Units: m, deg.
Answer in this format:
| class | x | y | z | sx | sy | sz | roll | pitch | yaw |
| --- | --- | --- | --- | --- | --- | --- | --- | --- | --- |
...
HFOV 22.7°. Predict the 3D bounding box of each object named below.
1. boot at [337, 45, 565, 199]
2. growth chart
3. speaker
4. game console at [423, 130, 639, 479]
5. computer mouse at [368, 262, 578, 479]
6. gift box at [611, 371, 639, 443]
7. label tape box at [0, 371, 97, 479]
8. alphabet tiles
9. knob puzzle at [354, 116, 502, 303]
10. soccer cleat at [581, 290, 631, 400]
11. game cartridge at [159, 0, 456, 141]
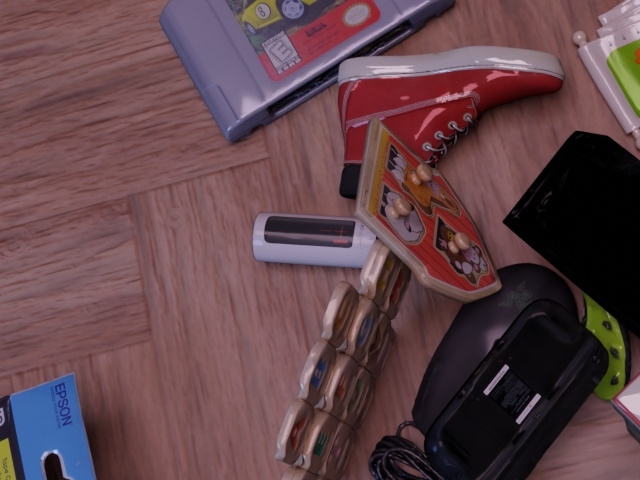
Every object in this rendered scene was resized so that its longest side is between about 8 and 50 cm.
| class | x | y | z | sx | sy | sz | roll | pitch | yaw |
| --- | --- | --- | --- | --- | --- | --- | --- | --- | --- |
| boot | 0.137 | -0.108 | 1.666 | 0.244 | 0.088 | 0.176 | -5 | 77 | 19 |
| growth chart | 0.387 | -0.215 | 1.665 | 0.237 | 0.021 | 0.172 | -37 | 72 | 3 |
| speaker | 0.000 | 0.000 | 1.684 | 0.136 | 0.055 | 0.055 | 4 | 77 | 14 |
| game console | 0.226 | 0.083 | 1.526 | 0.213 | 0.044 | 0.361 | 40 | 79 | -4 |
| computer mouse | 0.173 | 0.145 | 1.598 | 0.188 | 0.072 | 0.272 | 20 | 82 | 18 |
| gift box | 0.444 | 0.163 | 1.433 | 0.276 | 0.258 | 0.255 | 40 | 88 | 20 |
| label tape box | -0.354 | 0.318 | 1.621 | 0.348 | 0.115 | 0.249 | -25 | 60 | 11 |
| alphabet tiles | 0.023 | 0.143 | 1.525 | 0.021 | 0.278 | 0.284 | 19 | 81 | 16 |
| knob puzzle | 0.116 | -0.018 | 1.553 | 0.030 | 0.213 | 0.213 | -37 | 69 | 27 |
| soccer cleat | 0.290 | 0.070 | 1.597 | 0.060 | 0.072 | 0.179 | -6 | 93 | 45 |
| game cartridge | -0.024 | -0.263 | 1.757 | 0.294 | 0.060 | 0.196 | -32 | 68 | 4 |
